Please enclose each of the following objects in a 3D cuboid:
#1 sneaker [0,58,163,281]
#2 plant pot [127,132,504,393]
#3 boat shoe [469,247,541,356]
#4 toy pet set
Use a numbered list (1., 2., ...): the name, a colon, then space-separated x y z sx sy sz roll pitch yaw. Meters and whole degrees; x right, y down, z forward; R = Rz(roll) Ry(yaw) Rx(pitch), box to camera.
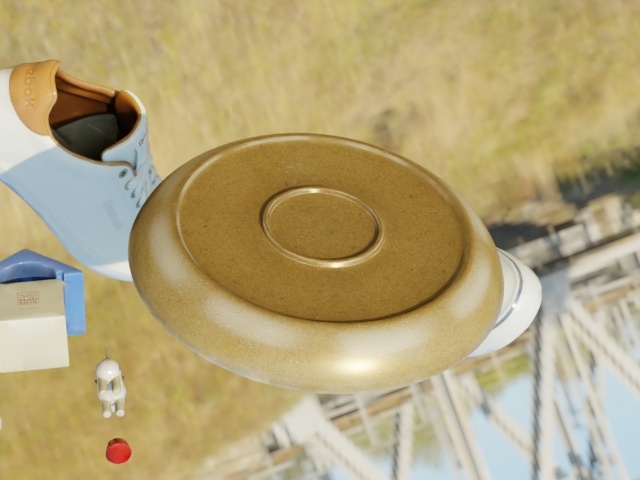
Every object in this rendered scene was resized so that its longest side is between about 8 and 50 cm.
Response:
1. sneaker: -0.171 -0.051 1.243 0.123 0.106 0.290 -14 148 27
2. plant pot: 0.000 0.000 0.919 0.236 0.236 0.032 -19 136 -30
3. boat shoe: 0.044 0.025 1.126 0.258 0.095 0.084 6 158 42
4. toy pet set: -0.172 0.070 0.843 0.122 0.114 0.065 -4 -148 -11
